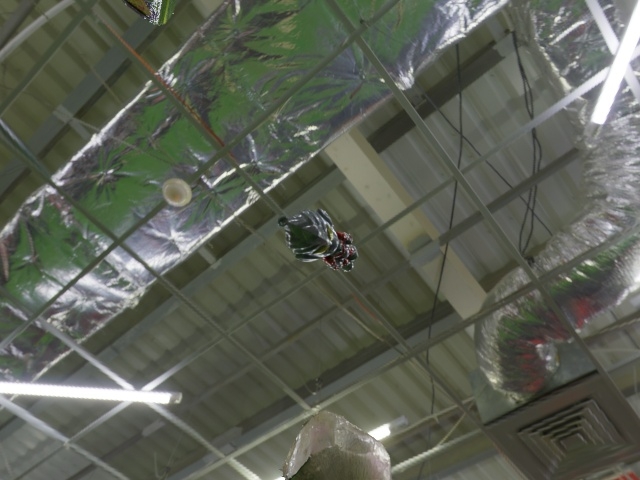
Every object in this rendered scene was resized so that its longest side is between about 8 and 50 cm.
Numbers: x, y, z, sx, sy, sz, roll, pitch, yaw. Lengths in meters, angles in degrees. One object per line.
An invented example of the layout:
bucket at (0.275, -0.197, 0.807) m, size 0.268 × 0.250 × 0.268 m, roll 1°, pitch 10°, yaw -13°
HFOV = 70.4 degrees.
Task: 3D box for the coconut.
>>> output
coconut at (0.017, 0.234, 0.451) m, size 0.110 × 0.124 × 0.110 m, roll 0°, pitch -92°, yaw -11°

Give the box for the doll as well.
doll at (0.000, 0.000, 0.774) m, size 0.180 × 0.079 × 0.094 m, roll 30°, pitch -95°, yaw -37°

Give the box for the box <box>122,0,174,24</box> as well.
box at (-0.349, -0.563, 0.928) m, size 0.134 × 0.345 × 0.097 m, roll 34°, pitch -98°, yaw -21°
